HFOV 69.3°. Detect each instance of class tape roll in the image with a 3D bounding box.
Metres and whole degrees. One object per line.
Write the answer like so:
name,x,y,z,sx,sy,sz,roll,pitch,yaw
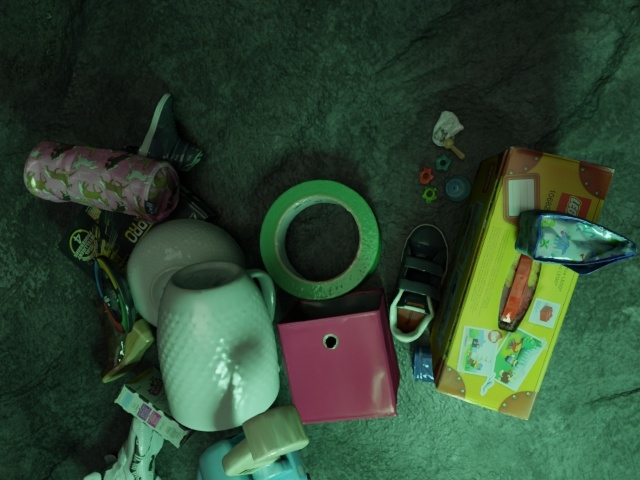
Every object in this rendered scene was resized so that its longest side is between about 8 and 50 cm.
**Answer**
tape roll,0.000,0.000,1.242,0.322,0.077,0.320,-2,84,14

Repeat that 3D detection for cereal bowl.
cereal bowl,-0.368,0.119,1.272,0.340,0.141,0.338,-3,111,-7

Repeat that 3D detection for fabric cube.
fabric cube,0.057,0.289,1.200,0.255,0.259,0.257,-9,94,11

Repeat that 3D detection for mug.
mug,-0.226,0.212,1.145,0.277,0.374,0.327,8,114,27

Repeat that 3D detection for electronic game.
electronic game,-0.571,0.150,1.276,0.229,0.048,0.229,24,124,42

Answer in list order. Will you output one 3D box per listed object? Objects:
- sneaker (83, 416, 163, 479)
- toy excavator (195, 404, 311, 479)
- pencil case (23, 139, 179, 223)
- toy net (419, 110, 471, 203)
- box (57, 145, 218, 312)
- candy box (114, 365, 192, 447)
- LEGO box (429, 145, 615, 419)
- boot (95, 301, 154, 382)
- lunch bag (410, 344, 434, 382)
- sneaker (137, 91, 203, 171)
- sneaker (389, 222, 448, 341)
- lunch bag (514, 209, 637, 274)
sneaker,-0.614,0.686,1.440,0.211,0.137,0.365,5,100,8
toy excavator,-0.161,0.527,1.080,0.433,0.445,0.222,-31,63,10
pencil case,-0.583,-0.159,1.240,0.387,0.160,0.167,12,65,9
toy net,0.321,-0.215,1.206,0.122,0.045,0.231,-2,93,29
box,-0.545,-0.029,1.374,0.318,0.097,0.395,41,102,1
candy box,-0.462,0.488,1.379,0.234,0.159,0.071,31,100,6
LEGO box,0.410,0.067,1.046,0.193,0.372,0.499,16,99,9
boot,-0.640,0.298,1.449,0.248,0.090,0.207,-46,74,14
lunch bag,0.278,0.331,1.256,0.065,0.067,0.098,0,95,11
sneaker,-0.409,-0.302,1.327,0.164,0.086,0.226,17,71,-16
sneaker,0.259,0.115,1.210,0.126,0.127,0.320,11,96,12
lunch bag,0.422,0.001,0.780,0.152,0.129,0.096,6,98,8
